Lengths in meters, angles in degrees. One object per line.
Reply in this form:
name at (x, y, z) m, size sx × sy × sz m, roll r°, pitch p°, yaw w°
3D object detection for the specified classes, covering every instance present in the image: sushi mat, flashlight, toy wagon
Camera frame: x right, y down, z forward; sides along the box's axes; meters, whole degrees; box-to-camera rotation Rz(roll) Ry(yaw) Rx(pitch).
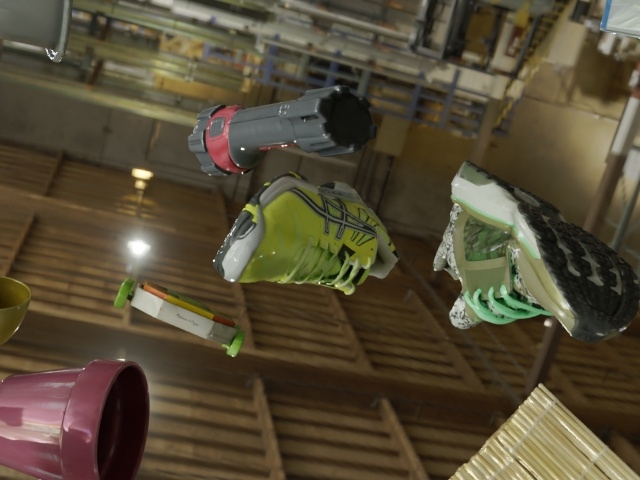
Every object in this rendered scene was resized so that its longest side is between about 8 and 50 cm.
sushi mat at (0.275, 0.300, 0.838) m, size 0.316 × 0.151 × 0.019 m, roll 45°, pitch 179°, yaw 26°
flashlight at (-0.053, -0.137, 1.127) m, size 0.103 × 0.103 × 0.304 m, roll -39°, pitch -155°, yaw -32°
toy wagon at (-0.298, 0.152, 1.861) m, size 0.267 × 0.068 × 0.344 m, roll 25°, pitch 176°, yaw -10°

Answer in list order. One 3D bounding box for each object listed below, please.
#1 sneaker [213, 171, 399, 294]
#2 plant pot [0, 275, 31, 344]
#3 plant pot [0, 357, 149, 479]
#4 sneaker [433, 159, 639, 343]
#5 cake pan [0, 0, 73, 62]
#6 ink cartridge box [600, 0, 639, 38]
sneaker at (0.000, 0.000, 1.210) m, size 0.147 × 0.145 × 0.385 m, roll 41°, pitch -156°, yaw 17°
plant pot at (-0.601, 0.135, 1.600) m, size 0.134 × 0.095 × 0.134 m, roll 12°, pitch -158°, yaw -5°
plant pot at (-0.362, 0.263, 1.248) m, size 0.180 × 0.201 × 0.201 m, roll 4°, pitch -166°, yaw 8°
sneaker at (0.234, 0.048, 1.049) m, size 0.158 × 0.182 × 0.410 m, roll 23°, pitch -165°, yaw -13°
cake pan at (-0.233, -0.284, 0.664) m, size 0.054 × 0.293 × 0.293 m, roll -5°, pitch -158°, yaw -22°
ink cartridge box at (0.529, -0.371, 1.159) m, size 0.308 × 0.223 × 0.129 m, roll -7°, pitch -158°, yaw -39°
